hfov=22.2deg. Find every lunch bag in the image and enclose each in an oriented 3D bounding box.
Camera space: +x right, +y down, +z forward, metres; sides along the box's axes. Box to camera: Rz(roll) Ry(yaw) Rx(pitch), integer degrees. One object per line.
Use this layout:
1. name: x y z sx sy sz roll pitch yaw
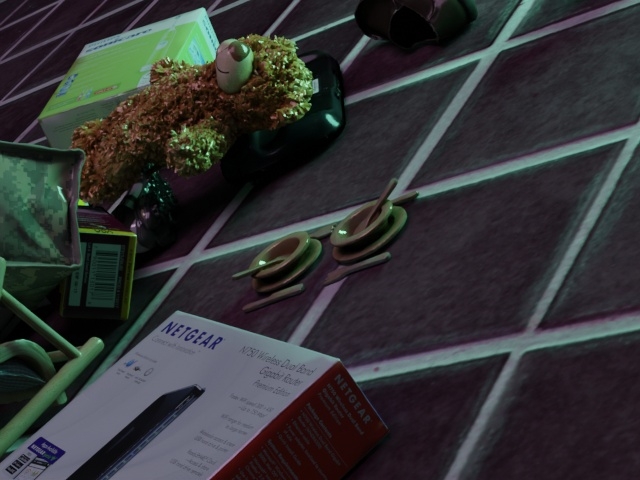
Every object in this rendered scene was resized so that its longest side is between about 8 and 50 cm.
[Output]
1. lunch bag: -0.429 -0.022 1.813 0.287 0.169 0.235 4 -15 -21

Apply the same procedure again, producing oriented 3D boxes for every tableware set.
1. tableware set: 0.000 0.000 1.683 0.194 0.039 0.128 -21 24 31

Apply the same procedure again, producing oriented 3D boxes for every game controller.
1. game controller: -0.049 -0.163 2.110 0.166 0.067 0.319 -16 24 6

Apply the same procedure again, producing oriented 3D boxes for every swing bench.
1. swing bench: -0.405 0.181 1.711 0.253 0.165 0.255 -13 44 42

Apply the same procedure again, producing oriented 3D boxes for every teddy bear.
1. teddy bear: -0.178 -0.156 1.993 0.338 0.113 0.245 -15 27 30

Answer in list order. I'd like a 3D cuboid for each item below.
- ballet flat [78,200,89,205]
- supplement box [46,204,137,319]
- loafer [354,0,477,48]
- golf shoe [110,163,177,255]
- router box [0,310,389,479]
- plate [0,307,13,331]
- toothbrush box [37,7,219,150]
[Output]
1. ballet flat: -0.332 -0.021 2.174 0.077 0.077 0.231 -60 18 9
2. supplement box: -0.282 0.022 1.932 0.080 0.104 0.188 5 9 -21
3. loafer: 0.106 -0.290 2.103 0.078 0.080 0.220 -43 23 -24
4. golf shoe: -0.235 -0.039 2.069 0.094 0.077 0.198 -31 20 10
5. router box: -0.146 0.203 1.393 0.301 0.082 0.335 -42 22 -19
6. plate: -0.482 0.099 2.093 0.278 0.045 0.277 6 56 46
7. toothbrush box: -0.267 -0.214 2.395 0.206 0.122 0.283 -16 27 15
